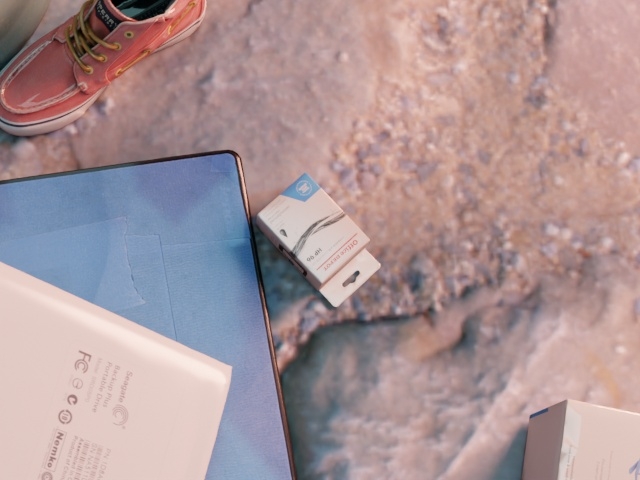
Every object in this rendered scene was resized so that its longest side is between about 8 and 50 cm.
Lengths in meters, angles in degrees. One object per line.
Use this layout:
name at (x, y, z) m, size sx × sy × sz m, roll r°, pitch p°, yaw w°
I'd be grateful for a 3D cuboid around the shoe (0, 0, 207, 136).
shoe at (-0.156, -0.142, 0.903) m, size 0.178 × 0.081 × 0.063 m, roll -35°, pitch 82°, yaw -12°

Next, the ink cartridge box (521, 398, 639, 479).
ink cartridge box at (0.212, 0.166, 0.859) m, size 0.143 × 0.092 × 0.090 m, roll 11°, pitch 75°, yaw -4°

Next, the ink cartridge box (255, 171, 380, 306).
ink cartridge box at (0.000, 0.000, 0.911) m, size 0.048 × 0.028 × 0.083 m, roll -42°, pitch 84°, yaw -13°

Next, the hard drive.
hard drive at (-0.215, 0.108, 0.731) m, size 0.318 × 0.040 × 0.210 m, roll 27°, pitch 60°, yaw -24°

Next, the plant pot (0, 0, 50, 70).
plant pot at (-0.325, -0.242, 0.853) m, size 0.293 × 0.196 × 0.293 m, roll 1°, pitch 77°, yaw -5°

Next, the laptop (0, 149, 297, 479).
laptop at (-0.219, 0.123, 0.761) m, size 0.236 × 0.408 × 0.382 m, roll -17°, pitch 76°, yaw 25°
